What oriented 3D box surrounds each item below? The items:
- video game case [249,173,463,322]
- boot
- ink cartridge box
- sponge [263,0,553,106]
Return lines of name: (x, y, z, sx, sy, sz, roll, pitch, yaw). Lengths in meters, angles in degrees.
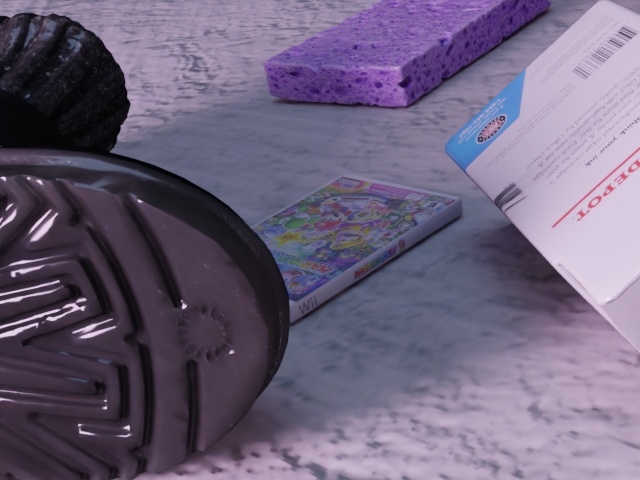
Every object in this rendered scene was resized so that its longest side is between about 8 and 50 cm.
video game case: (0.000, 0.000, 0.584, 0.122, 0.011, 0.087, -31, 31, -34)
boot: (-0.140, -0.020, 0.551, 0.348, 0.131, 0.260, -1, 27, 24)
ink cartridge box: (0.131, -0.027, 0.474, 0.104, 0.060, 0.180, -42, 25, 8)
sponge: (0.069, -0.151, 0.846, 0.117, 0.031, 0.210, 9, 33, 38)
